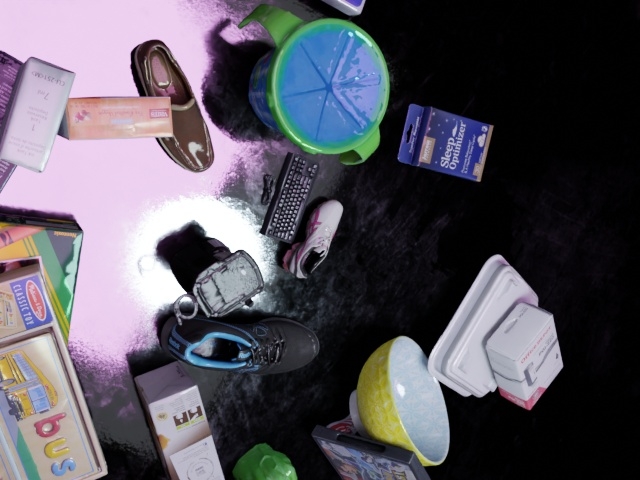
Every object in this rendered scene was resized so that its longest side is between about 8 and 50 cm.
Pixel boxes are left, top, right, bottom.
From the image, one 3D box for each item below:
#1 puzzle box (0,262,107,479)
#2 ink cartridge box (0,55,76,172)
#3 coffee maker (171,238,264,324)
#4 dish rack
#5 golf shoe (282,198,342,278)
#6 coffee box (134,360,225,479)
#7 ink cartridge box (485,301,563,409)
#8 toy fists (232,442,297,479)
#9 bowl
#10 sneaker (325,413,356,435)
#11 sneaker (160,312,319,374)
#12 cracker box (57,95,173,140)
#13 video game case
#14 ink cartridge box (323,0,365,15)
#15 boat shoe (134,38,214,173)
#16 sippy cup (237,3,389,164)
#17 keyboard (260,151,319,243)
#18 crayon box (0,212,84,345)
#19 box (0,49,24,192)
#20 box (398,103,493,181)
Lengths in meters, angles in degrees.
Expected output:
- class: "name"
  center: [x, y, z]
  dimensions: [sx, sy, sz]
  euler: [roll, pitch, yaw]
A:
- class: "puzzle box"
  center: [-0.539, 0.267, 1.062]
  dimensions: [0.272, 0.052, 0.409]
  euler: [-19, 112, -21]
- class: "ink cartridge box"
  center: [-0.405, -0.118, 0.863]
  dimensions: [0.060, 0.275, 0.239]
  euler: [17, 94, -29]
- class: "coffee maker"
  center: [-0.219, 0.069, 1.218]
  dimensions: [0.171, 0.178, 0.120]
  euler: [-10, 103, -26]
- class: "dish rack"
  center: [0.419, 0.226, 1.580]
  dimensions: [0.285, 0.072, 0.333]
  euler: [37, 82, -44]
- class: "golf shoe"
  center: [0.000, 0.000, 1.361]
  dimensions: [0.067, 0.086, 0.186]
  euler: [36, 83, -38]
- class: "coffee box"
  center: [-0.276, 0.385, 1.276]
  dimensions: [0.098, 0.141, 0.247]
  euler: [-19, 108, -22]
- class: "ink cartridge box"
  center: [0.496, 0.279, 1.559]
  dimensions: [0.158, 0.092, 0.218]
  euler: [-44, 131, -20]
- class: "toy fists"
  center: [-0.167, 0.566, 1.365]
  dimensions: [0.279, 0.142, 0.096]
  euler: [-40, 115, -13]
- class: "bowl"
  center: [0.160, 0.374, 1.461]
  dimensions: [0.156, 0.289, 0.289]
  euler: [-22, 117, 26]
- class: "sneaker"
  center: [0.075, 0.436, 1.499]
  dimensions: [0.118, 0.067, 0.042]
  euler: [-21, 109, -21]
- class: "sneaker"
  center: [-0.145, 0.227, 1.309]
  dimensions: [0.340, 0.139, 0.125]
  euler: [6, 96, -28]
- class: "cracker box"
  center: [-0.348, -0.204, 1.068]
  dimensions: [0.155, 0.232, 0.067]
  euler: [-7, 104, -25]
- class: "video game case"
  center: [0.136, 0.522, 1.424]
  dimensions: [0.035, 0.248, 0.275]
  euler: [-56, 133, -34]
- class: "ink cartridge box"
  center: [-0.003, -0.644, 1.243]
  dimensions: [0.307, 0.072, 0.304]
  euler: [21, 92, -26]
- class: "boat shoe"
  center: [-0.264, -0.238, 1.179]
  dimensions: [0.095, 0.095, 0.257]
  euler: [-32, 112, -17]
- class: "sippy cup"
  center: [-0.025, -0.285, 1.214]
  dimensions: [0.240, 0.224, 0.306]
  euler: [-11, 105, -25]
- class: "keyboard"
  center: [-0.072, -0.091, 1.345]
  dimensions: [0.108, 0.023, 0.180]
  euler: [18, 91, -28]
- class: "crayon box"
  center: [-0.608, 0.108, 1.076]
  dimensions: [0.363, 0.106, 0.313]
  euler: [7, 97, -27]
- class: "box"
  center: [-0.518, -0.186, 1.035]
  dimensions: [0.108, 0.153, 0.207]
  euler: [31, 87, -28]
- class: "box"
  center: [0.291, -0.224, 1.489]
  dimensions: [0.225, 0.036, 0.136]
  euler: [10, 96, -26]
